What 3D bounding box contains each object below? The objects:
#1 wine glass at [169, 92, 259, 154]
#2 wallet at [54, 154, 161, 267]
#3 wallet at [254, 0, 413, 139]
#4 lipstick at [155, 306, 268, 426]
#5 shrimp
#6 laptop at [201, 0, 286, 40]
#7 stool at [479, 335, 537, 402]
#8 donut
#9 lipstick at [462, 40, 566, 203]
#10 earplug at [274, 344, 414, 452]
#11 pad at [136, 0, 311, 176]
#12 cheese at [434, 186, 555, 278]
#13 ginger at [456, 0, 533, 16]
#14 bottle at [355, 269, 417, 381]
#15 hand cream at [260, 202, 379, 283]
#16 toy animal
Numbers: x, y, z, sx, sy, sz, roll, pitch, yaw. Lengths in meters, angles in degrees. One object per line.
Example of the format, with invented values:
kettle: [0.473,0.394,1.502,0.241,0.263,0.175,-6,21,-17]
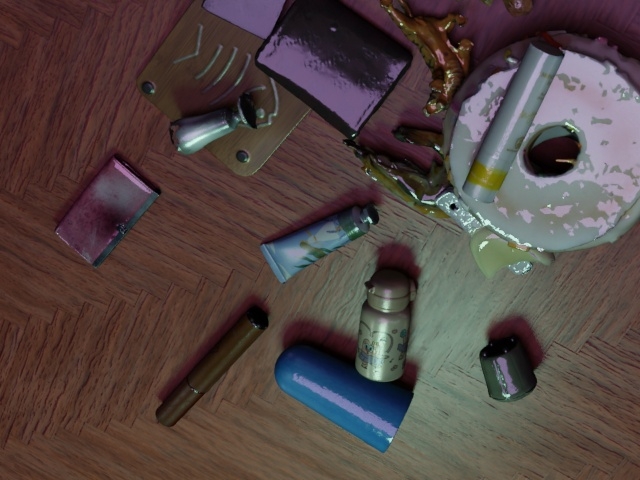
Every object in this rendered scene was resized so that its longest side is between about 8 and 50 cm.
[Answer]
wine glass: [-0.192,-0.211,1.844,0.155,0.072,0.072,-18,109,23]
wallet: [-0.427,-0.057,2.025,0.119,0.025,0.232,42,118,-5]
wallet: [0.020,-0.309,1.753,0.229,0.049,0.182,36,103,-3]
lipstick: [-0.226,0.265,2.105,0.057,0.057,0.356,39,119,-5]
shrimp: [0.167,-0.136,1.801,0.254,0.059,0.145,37,116,-4]
laptop: [-0.108,-0.456,1.738,0.135,0.016,0.197,28,113,-1]
stool: [0.350,0.242,1.913,0.096,0.096,0.110,-15,104,22]
donut: [0.387,-0.165,1.676,0.383,0.142,0.382,6,116,12]
lipstick: [0.297,-0.181,1.582,0.059,0.059,0.264,24,117,4]
earplug: [0.035,0.297,2.011,0.273,0.132,0.132,27,119,6]
pad: [-0.159,-0.288,1.845,0.284,0.018,0.286,40,120,-6]
cheese: [0.296,-0.013,1.808,0.235,0.049,0.127,41,128,-22]
ginger: [0.240,-0.432,1.644,0.176,0.052,0.193,-18,106,25]
bottle: [0.129,0.156,1.932,0.110,0.097,0.209,-4,118,-18]
hand cream: [0.000,0.000,1.923,0.256,0.055,0.088,-26,101,32]
toy animal: [0.171,-0.344,1.691,0.114,0.116,0.255,-29,88,-7]
